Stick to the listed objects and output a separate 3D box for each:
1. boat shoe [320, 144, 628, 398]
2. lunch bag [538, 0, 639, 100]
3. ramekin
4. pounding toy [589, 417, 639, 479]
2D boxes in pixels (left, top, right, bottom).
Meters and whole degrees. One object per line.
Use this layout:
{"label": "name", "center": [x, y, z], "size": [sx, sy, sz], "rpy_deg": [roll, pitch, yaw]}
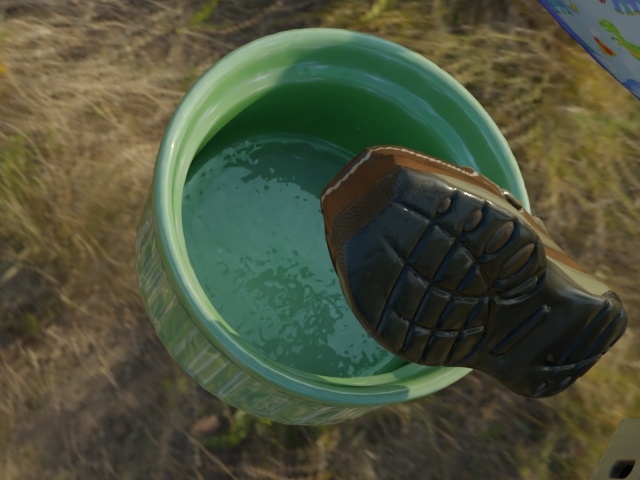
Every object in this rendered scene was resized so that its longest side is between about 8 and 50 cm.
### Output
{"label": "boat shoe", "center": [0.088, 0.012, 1.134], "size": [0.122, 0.120, 0.324], "rpy_deg": [-41, 146, 10]}
{"label": "lunch bag", "center": [0.145, -0.119, 0.701], "size": [0.096, 0.129, 0.151], "rpy_deg": [-32, 105, -15]}
{"label": "ramekin", "center": [0.000, 0.000, 1.353], "size": [0.303, 0.148, 0.303], "rpy_deg": [7, 69, -18]}
{"label": "pounding toy", "center": [0.273, 0.210, 1.301], "size": [0.130, 0.141, 0.100], "rpy_deg": [32, 78, -7]}
